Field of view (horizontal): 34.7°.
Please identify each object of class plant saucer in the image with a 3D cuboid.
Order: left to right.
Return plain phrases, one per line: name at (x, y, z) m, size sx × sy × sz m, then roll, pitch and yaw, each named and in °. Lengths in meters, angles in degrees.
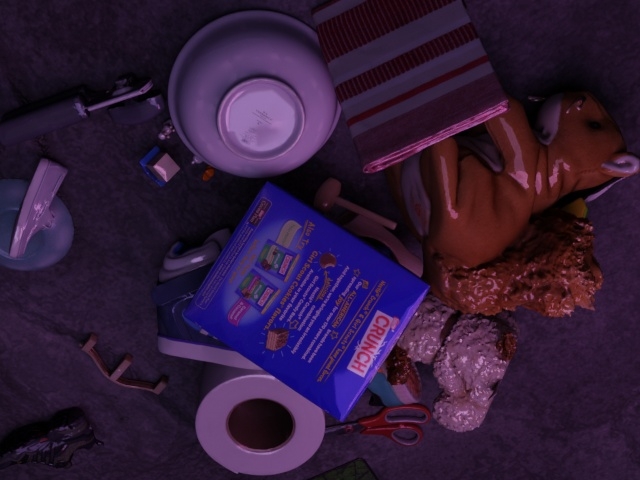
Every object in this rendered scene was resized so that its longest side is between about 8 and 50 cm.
plant saucer at (-0.549, -0.018, 1.862) m, size 0.195 × 0.037 × 0.194 m, roll 0°, pitch 120°, yaw -1°

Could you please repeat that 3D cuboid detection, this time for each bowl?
bowl at (-0.102, -0.219, 1.682) m, size 0.298 × 0.134 × 0.297 m, roll -3°, pitch 116°, yaw -6°

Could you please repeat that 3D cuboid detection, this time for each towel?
towel at (0.130, -0.280, 1.584) m, size 0.237 × 0.328 × 0.037 m, roll -23°, pitch 150°, yaw 11°

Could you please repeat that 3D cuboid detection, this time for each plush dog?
plush dog at (0.235, 0.183, 1.868) m, size 0.226 × 0.262 × 0.210 m, roll 24°, pitch 156°, yaw 11°

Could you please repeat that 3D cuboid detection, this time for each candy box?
candy box at (-0.018, 0.099, 1.689) m, size 0.317 × 0.122 × 0.268 m, roll 34°, pitch 94°, yaw 9°

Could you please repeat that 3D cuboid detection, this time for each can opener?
can opener at (-0.403, -0.207, 1.735) m, size 0.284 × 0.076 × 0.095 m, roll -18°, pitch 117°, yaw 10°

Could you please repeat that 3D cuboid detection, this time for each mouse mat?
mouse mat at (0.042, 0.552, 2.209) m, size 0.190 × 0.007 × 0.152 m, roll -26°, pitch 117°, yaw 14°

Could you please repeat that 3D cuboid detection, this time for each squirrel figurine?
squirrel figurine at (0.339, -0.068, 1.714) m, size 0.371 × 0.281 × 0.396 m, roll -16°, pitch 96°, yaw -13°

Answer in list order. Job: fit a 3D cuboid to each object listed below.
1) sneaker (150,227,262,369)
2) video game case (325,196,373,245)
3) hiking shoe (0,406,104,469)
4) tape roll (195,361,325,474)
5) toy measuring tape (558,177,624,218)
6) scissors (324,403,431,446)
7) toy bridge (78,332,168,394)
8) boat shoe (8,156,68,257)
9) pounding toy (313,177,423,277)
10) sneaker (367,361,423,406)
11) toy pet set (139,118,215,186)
sneaker at (-0.145, 0.099, 1.834) m, size 0.323 × 0.130 × 0.236 m, roll 5°, pitch 92°, yaw 18°
video game case at (0.000, 0.000, 1.892) m, size 0.166 × 0.015 × 0.119 m, roll -22°, pitch 117°, yaw 11°
hiking shoe at (-0.560, 0.432, 2.087) m, size 0.227 × 0.086 × 0.114 m, roll -24°, pitch 114°, yaw 11°
tape roll at (-0.113, 0.305, 1.974) m, size 0.246 × 0.169 × 0.246 m, roll 0°, pitch 120°, yaw 0°
toy measuring tape at (0.481, -0.021, 1.829) m, size 0.330 × 0.121 × 0.121 m, roll -31°, pitch 115°, yaw 12°
scissors at (0.076, 0.374, 2.105) m, size 0.297 × 0.021 × 0.109 m, roll 3°, pitch 122°, yaw -1°
toy bridge at (-0.395, 0.251, 2.021) m, size 0.188 × 0.026 × 0.063 m, roll 34°, pitch 115°, yaw -18°
boat shoe at (-0.495, -0.052, 1.802) m, size 0.063 × 0.066 × 0.184 m, roll 20°, pitch 81°, yaw -20°
pounding toy at (0.066, 0.032, 1.786) m, size 0.269 × 0.155 × 0.154 m, roll 42°, pitch 81°, yaw -18°
sneaker at (0.078, 0.199, 1.952) m, size 0.121 × 0.108 × 0.302 m, roll -20°, pitch 109°, yaw 27°
toy pet set at (-0.251, -0.147, 1.793) m, size 0.114 × 0.065 × 0.122 m, roll -47°, pitch 118°, yaw -15°
